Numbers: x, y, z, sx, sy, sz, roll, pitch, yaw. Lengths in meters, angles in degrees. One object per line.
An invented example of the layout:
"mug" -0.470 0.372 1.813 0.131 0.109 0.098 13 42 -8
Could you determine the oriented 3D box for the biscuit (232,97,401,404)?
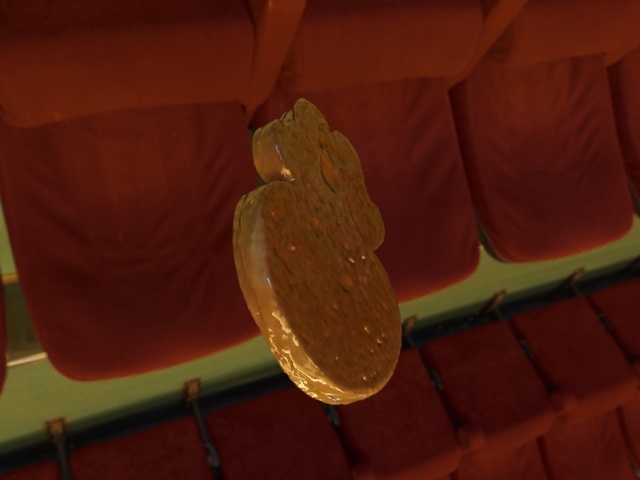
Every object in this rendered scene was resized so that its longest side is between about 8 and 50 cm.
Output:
"biscuit" -0.001 0.000 0.568 0.044 0.289 0.202 -28 139 27
